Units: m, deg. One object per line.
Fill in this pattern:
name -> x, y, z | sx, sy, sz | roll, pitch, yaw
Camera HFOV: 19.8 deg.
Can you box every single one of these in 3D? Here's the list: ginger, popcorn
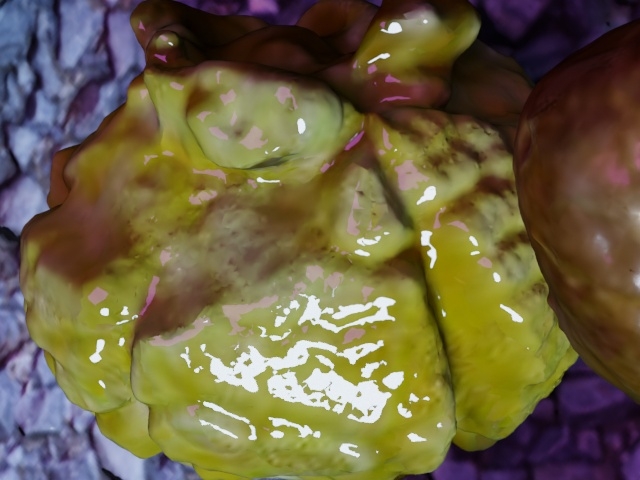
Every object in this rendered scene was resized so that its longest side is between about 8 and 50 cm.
ginger -> 0.201, 0.017, 0.763 | 0.172, 0.321, 0.165 | -12, 54, 57
popcorn -> 0.000, 0.000, 0.861 | 0.270, 0.258, 0.224 | -43, 32, 25
